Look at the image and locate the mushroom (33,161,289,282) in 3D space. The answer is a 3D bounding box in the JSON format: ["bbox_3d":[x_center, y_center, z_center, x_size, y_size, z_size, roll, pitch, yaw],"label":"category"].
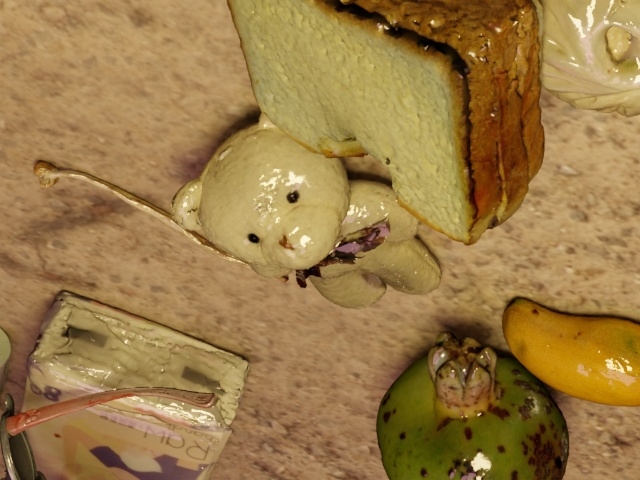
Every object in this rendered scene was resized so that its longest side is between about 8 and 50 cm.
[{"bbox_3d":[-0.160,-0.019,1.694,0.286,0.026,0.028,22,158,-10],"label":"mushroom"}]

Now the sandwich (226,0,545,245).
[{"bbox_3d":[0.051,-0.134,1.320,0.273,0.095,0.249,33,152,30],"label":"sandwich"}]

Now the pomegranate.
[{"bbox_3d":[0.155,0.188,1.700,0.202,0.202,0.248,6,142,14],"label":"pomegranate"}]

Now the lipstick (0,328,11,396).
[{"bbox_3d":[-0.435,0.205,2.033,0.076,0.076,0.304,20,143,-4],"label":"lipstick"}]

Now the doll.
[{"bbox_3d":[0.004,-0.001,1.571,0.175,0.149,0.278,-43,133,13],"label":"doll"}]

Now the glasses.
[{"bbox_3d":[-0.199,0.237,1.816,0.268,0.118,0.234,-19,128,11],"label":"glasses"}]

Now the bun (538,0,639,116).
[{"bbox_3d":[0.238,-0.175,1.261,0.178,0.128,0.193,39,135,-25],"label":"bun"}]

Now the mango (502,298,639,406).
[{"bbox_3d":[0.271,0.117,1.657,0.190,0.075,0.098,16,124,11],"label":"mango"}]

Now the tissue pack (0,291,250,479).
[{"bbox_3d":[-0.236,0.222,1.938,0.242,0.125,0.343,20,140,-3],"label":"tissue pack"}]
